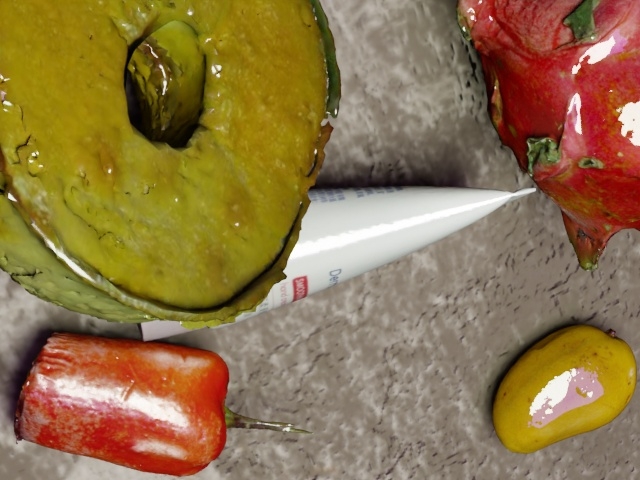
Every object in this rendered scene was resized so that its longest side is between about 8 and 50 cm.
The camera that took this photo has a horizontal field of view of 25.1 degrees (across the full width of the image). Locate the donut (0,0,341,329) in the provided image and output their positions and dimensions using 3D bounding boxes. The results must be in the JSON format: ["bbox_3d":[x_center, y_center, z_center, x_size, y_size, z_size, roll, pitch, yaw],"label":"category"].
[{"bbox_3d":[-0.108,-0.078,0.768,0.272,0.107,0.272,21,61,-43],"label":"donut"}]

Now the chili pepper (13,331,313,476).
[{"bbox_3d":[-0.096,0.107,0.909,0.192,0.086,0.084,12,87,-15],"label":"chili pepper"}]

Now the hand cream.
[{"bbox_3d":[0.000,0.000,0.901,0.247,0.133,0.083,-11,88,-8],"label":"hand cream"}]

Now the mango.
[{"bbox_3d":[0.173,0.108,1.025,0.114,0.060,0.080,-37,114,-1],"label":"mango"}]

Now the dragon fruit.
[{"bbox_3d":[0.195,-0.083,0.920,0.198,0.200,0.269,-56,156,-2],"label":"dragon fruit"}]
